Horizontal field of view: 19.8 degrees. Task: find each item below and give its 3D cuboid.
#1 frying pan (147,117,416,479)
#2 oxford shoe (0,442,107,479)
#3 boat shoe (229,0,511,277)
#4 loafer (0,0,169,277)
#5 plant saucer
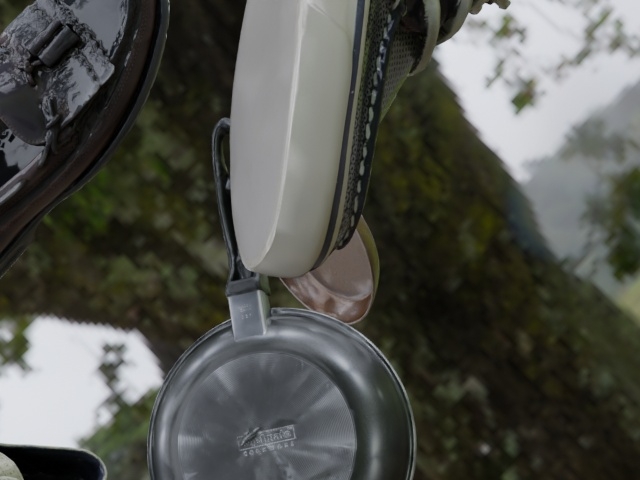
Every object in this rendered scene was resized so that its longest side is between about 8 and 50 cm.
[{"bbox_3d":[-0.019,0.081,1.289,0.053,0.197,0.326,28,-108,-74],"label":"frying pan"},{"bbox_3d":[-0.307,0.203,1.376,0.146,0.140,0.397,-42,-15,18],"label":"oxford shoe"},{"bbox_3d":[0.052,-0.137,0.924,0.127,0.158,0.340,145,134,-68],"label":"boat shoe"},{"bbox_3d":[-0.218,-0.074,1.295,0.302,0.109,0.095,-52,-26,20],"label":"loafer"},{"bbox_3d":[0.000,0.000,1.731,0.029,0.168,0.168,-33,-17,-31],"label":"plant saucer"}]
